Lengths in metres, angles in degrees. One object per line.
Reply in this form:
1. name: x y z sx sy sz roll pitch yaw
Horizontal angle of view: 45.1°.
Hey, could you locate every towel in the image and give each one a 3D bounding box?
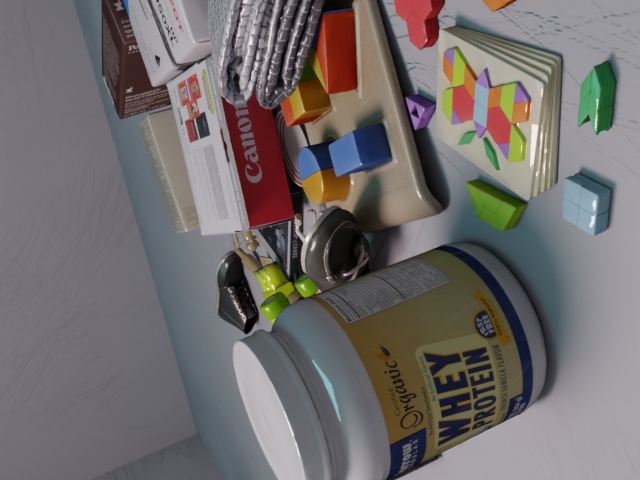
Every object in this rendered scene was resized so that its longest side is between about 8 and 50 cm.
1. towel: -0.071 -0.352 1.024 0.283 0.121 0.235 111 156 -44

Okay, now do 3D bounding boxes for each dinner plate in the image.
1. dinner plate: -0.044 -0.164 1.364 0.141 0.017 0.141 52 154 39

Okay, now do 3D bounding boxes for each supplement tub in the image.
1. supplement tub: 0.078 0.152 0.911 0.228 0.316 0.228 52 153 40

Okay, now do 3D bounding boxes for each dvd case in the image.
1. dvd case: -0.090 -0.056 1.552 0.179 0.030 0.238 52 151 39

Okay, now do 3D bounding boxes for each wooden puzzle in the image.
1. wooden puzzle: 0.021 -0.174 1.098 0.322 0.081 0.347 -16 94 70

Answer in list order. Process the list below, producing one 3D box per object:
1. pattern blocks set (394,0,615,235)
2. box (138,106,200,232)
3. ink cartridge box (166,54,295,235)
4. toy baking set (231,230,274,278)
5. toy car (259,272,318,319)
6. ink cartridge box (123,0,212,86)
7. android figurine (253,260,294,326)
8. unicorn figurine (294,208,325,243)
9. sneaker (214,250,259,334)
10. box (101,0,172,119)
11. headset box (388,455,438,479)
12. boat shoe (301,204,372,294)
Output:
1. pattern blocks set: 0.178 -0.142 0.807 0.325 0.026 0.285 32 138 59
2. box: -0.356 -0.183 1.991 0.148 0.121 0.311 2 110 68
3. ink cartridge box: -0.156 -0.172 1.419 0.272 0.130 0.309 0 103 64
4. toy baking set: -0.159 -0.009 1.787 0.256 0.030 0.196 40 138 43
5. toy car: -0.014 0.126 1.429 0.155 0.149 0.188 55 -171 -13
6. ink cartridge box: -0.236 -0.458 1.367 0.395 0.166 0.285 2 110 68
7. android figurine: -0.058 0.175 1.607 0.272 0.056 0.248 65 167 -2
8. unicorn figurine: 0.000 0.000 1.340 0.162 0.060 0.111 9 117 67
9. sneaker: -0.208 0.134 2.001 0.118 0.083 0.222 33 135 30
10. box: -0.382 -0.429 1.738 0.143 0.191 0.381 66 160 10
11. headset box: 0.079 0.317 1.356 0.218 0.110 0.293 65 159 14
12. boat shoe: 0.044 0.050 1.166 0.096 0.112 0.335 32 162 16
